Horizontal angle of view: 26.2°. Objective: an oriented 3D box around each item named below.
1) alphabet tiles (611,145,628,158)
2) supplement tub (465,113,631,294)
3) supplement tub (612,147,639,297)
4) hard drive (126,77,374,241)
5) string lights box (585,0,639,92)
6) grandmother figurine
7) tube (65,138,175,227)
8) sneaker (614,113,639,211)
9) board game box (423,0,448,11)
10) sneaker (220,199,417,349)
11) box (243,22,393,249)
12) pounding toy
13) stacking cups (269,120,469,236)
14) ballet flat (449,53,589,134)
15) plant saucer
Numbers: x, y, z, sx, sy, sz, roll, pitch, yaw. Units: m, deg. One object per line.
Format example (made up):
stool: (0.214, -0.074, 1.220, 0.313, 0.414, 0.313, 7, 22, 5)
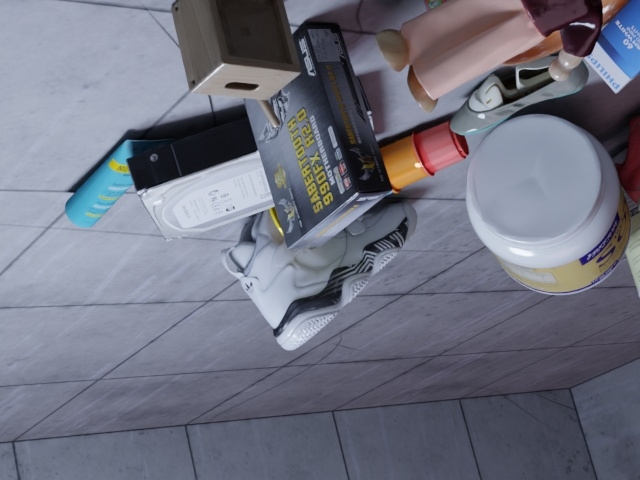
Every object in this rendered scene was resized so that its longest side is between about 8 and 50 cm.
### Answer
alphabet tiles: (0.635, -0.166, 2.455, 0.237, 0.009, 0.198, -6, 161, -24)
supplement tub: (0.366, -0.056, 2.207, 0.241, 0.241, 0.331, -18, 162, 13)
supplement tub: (0.644, -0.010, 2.388, 0.235, 0.325, 0.235, -12, 162, -4)
hard drive: (-0.088, -0.107, 1.955, 0.339, 0.064, 0.237, -20, 163, -3)
string lights box: (0.445, -0.299, 1.716, 0.133, 0.077, 0.260, -38, 174, -27)
grandmother figurine: (0.248, -0.270, 1.605, 0.342, 0.104, 0.208, -28, 129, 23)
tube: (-0.290, -0.090, 1.940, 0.080, 0.052, 0.207, -11, 159, -45)
sneaker: (0.554, -0.178, 2.201, 0.116, 0.136, 0.314, -18, 143, -35)
board game box: (0.213, -0.300, 1.692, 0.168, 0.033, 0.133, -16, 162, 8)
sneaker: (0.000, 0.000, 2.291, 0.366, 0.210, 0.137, -44, -179, -34)
box: (-0.009, -0.128, 1.725, 0.056, 0.231, 0.183, -6, 162, -34)
pounding toy: (-0.090, -0.212, 1.573, 0.141, 0.130, 0.100, 1, 157, -40)
stacking cups: (0.072, -0.098, 2.114, 0.316, 0.096, 0.096, -24, 160, 22)
ballet flat: (0.274, -0.218, 1.961, 0.213, 0.072, 0.068, -20, 134, 17)
plant saucer: (0.304, -0.288, 1.747, 0.200, 0.037, 0.200, -24, 168, -5)
